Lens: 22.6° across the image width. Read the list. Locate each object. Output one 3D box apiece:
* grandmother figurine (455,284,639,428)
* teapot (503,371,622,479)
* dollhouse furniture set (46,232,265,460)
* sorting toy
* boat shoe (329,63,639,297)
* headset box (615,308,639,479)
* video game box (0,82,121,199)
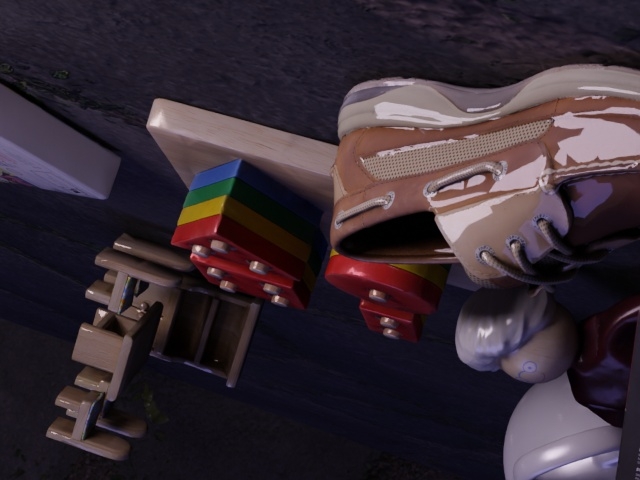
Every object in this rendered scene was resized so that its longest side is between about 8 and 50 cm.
[{"bbox_3d":[0.274,0.104,1.255,0.342,0.104,0.208,15,132,1],"label":"grandmother figurine"},{"bbox_3d":[0.302,0.200,1.464,0.252,0.256,0.187,40,135,-9],"label":"teapot"},{"bbox_3d":[-0.171,0.114,1.772,0.161,0.212,0.242,19,-165,4],"label":"dollhouse furniture set"},{"bbox_3d":[0.000,0.000,1.258,0.257,0.089,0.255,16,168,10],"label":"sorting toy"},{"bbox_3d":[0.124,-0.023,0.897,0.123,0.116,0.324,26,166,-35],"label":"boat shoe"},{"bbox_3d":[0.325,0.160,1.120,0.218,0.293,0.110,14,-158,24],"label":"headset box"},{"bbox_3d":[-0.301,-0.100,1.353,0.187,0.048,0.205,7,164,35],"label":"video game box"}]
